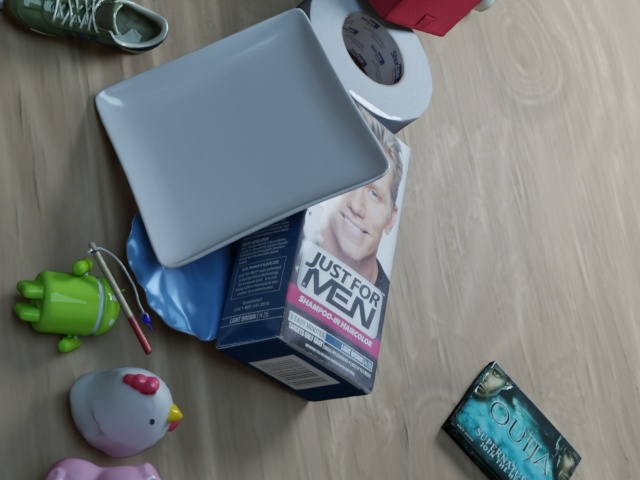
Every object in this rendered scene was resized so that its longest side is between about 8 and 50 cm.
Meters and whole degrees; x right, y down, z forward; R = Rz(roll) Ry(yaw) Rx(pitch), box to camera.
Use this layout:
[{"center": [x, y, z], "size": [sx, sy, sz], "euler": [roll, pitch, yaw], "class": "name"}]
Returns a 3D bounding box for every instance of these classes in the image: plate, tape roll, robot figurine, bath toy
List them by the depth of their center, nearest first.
[{"center": [-0.215, 0.272, 1.060], "size": [0.151, 0.129, 0.348], "euler": [28, 52, -19], "class": "bath toy"}, {"center": [-0.268, 0.068, 1.165], "size": [0.115, 0.067, 0.101], "euler": [8, 94, -30], "class": "robot figurine"}, {"center": [-0.094, -0.117, 1.255], "size": [0.277, 0.045, 0.278], "euler": [-24, 59, -5], "class": "plate"}, {"center": [0.050, -0.241, 1.462], "size": [0.219, 0.072, 0.219], "euler": [23, 51, -32], "class": "tape roll"}]

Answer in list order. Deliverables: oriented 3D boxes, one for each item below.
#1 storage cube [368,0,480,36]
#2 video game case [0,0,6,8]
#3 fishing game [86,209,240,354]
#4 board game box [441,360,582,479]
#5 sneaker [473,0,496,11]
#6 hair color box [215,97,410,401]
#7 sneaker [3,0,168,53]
[{"center": [0.147, -0.421, 1.489], "size": [0.215, 0.193, 0.184], "euler": [0, 53, -57], "class": "storage cube"}, {"center": [-0.347, -0.380, 1.324], "size": [0.183, 0.023, 0.201], "euler": [-12, 78, -35], "class": "video game case"}, {"center": [-0.154, 0.031, 1.256], "size": [0.264, 0.041, 0.189], "euler": [-25, 85, -53], "class": "fishing game"}, {"center": [0.258, 0.269, 1.441], "size": [0.186, 0.026, 0.126], "euler": [48, 54, -7], "class": "board game box"}, {"center": [0.191, -0.501, 1.662], "size": [0.146, 0.102, 0.294], "euler": [3, 70, -31], "class": "sneaker"}, {"center": [0.000, 0.000, 1.311], "size": [0.174, 0.105, 0.347], "euler": [35, 53, -39], "class": "hair color box"}, {"center": [-0.267, -0.267, 1.276], "size": [0.192, 0.086, 0.064], "euler": [11, 88, -33], "class": "sneaker"}]
